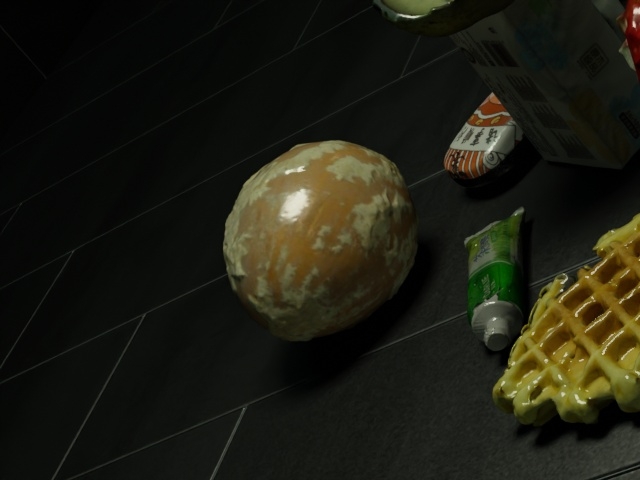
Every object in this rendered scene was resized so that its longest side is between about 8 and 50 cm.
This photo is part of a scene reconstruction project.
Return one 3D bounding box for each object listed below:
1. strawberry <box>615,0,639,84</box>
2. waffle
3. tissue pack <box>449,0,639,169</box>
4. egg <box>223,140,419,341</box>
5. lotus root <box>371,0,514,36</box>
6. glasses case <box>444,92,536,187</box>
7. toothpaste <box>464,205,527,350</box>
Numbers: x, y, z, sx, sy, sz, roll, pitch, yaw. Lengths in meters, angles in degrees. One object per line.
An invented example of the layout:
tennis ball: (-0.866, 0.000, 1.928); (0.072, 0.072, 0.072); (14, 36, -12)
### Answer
strawberry: (0.421, -0.167, 1.593); (0.292, 0.292, 0.343); (-38, 44, 7)
waffle: (0.271, 0.057, 1.617); (0.250, 0.056, 0.261); (-21, 26, 42)
tissue pack: (0.252, -0.204, 1.933); (0.145, 0.229, 0.159); (-45, 20, -13)
egg: (0.000, 0.000, 1.999); (0.203, 0.203, 0.245); (-18, 29, 46)
lotus root: (0.143, -0.267, 1.820); (0.183, 0.078, 0.203); (-9, 45, 29)
glasses case: (0.242, -0.160, 2.092); (0.266, 0.067, 0.103); (-47, 20, -18)
toothpaste: (0.173, 0.038, 1.841); (0.078, 0.047, 0.248); (-31, 20, 19)
